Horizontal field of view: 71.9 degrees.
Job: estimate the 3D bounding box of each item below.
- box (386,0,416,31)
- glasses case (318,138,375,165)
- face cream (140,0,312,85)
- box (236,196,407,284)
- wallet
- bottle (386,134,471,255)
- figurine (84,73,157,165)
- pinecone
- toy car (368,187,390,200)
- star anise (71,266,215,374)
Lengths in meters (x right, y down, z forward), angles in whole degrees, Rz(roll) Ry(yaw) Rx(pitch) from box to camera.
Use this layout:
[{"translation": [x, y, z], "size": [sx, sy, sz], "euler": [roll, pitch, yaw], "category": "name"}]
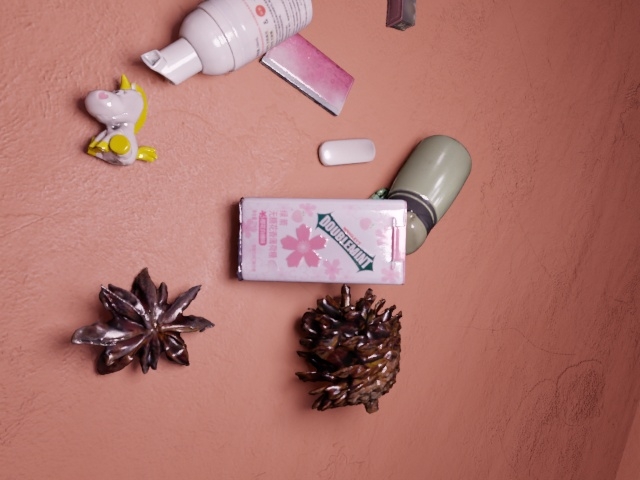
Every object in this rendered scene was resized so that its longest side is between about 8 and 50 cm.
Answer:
[{"translation": [0.221, -0.620, 1.196], "size": [0.063, 0.060, 0.085], "euler": [2, 89, -33], "category": "box"}, {"translation": [0.070, -0.227, 1.136], "size": [0.164, 0.041, 0.063], "euler": [-12, 99, -28], "category": "glasses case"}, {"translation": [-0.200, -0.433, 0.924], "size": [0.369, 0.145, 0.145], "euler": [-38, 109, -16], "category": "face cream"}, {"translation": [0.000, 0.000, 0.979], "size": [0.369, 0.112, 0.190], "euler": [2, 92, 4], "category": "box"}, {"translation": [-0.025, -0.419, 1.086], "size": [0.232, 0.025, 0.119], "euler": [29, 79, -26], "category": "wallet"}, {"translation": [0.255, -0.112, 1.138], "size": [0.168, 0.168, 0.347], "euler": [49, 58, -21], "category": "bottle"}, {"translation": [-0.393, -0.236, 0.865], "size": [0.129, 0.109, 0.178], "euler": [-10, 97, -55], "category": "figurine"}, {"translation": [0.066, 0.252, 1.030], "size": [0.242, 0.298, 0.296], "euler": [1, 79, 15], "category": "pinecone"}, {"translation": [0.135, -0.069, 1.168], "size": [0.186, 0.058, 0.093], "euler": [-44, 113, -33], "category": "toy car"}, {"translation": [-0.344, 0.168, 0.884], "size": [0.282, 0.129, 0.212], "euler": [-1, 98, -37], "category": "star anise"}]
